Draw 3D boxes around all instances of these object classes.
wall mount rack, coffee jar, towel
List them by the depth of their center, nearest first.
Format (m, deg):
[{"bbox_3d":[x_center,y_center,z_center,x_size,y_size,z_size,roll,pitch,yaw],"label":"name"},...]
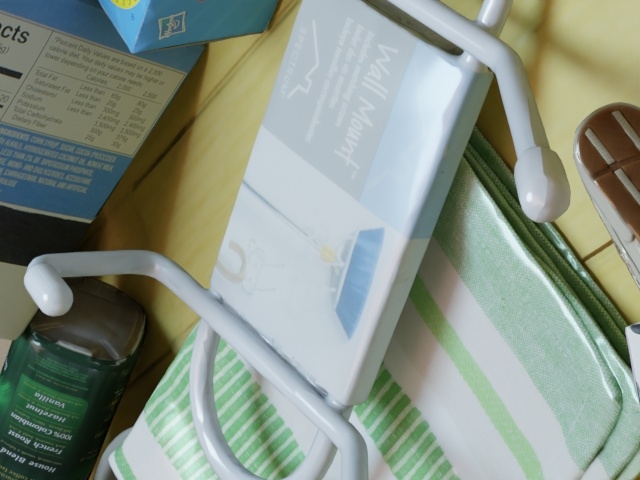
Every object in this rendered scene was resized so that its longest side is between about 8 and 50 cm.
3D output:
[{"bbox_3d":[0.000,0.000,0.757,0.304,0.130,0.350,40,120,40],"label":"wall mount rack"},{"bbox_3d":[0.014,0.097,0.866,0.248,0.038,0.325,56,131,29],"label":"towel"},{"bbox_3d":[-0.177,0.119,1.131,0.096,0.079,0.184,-80,12,-63],"label":"coffee jar"}]

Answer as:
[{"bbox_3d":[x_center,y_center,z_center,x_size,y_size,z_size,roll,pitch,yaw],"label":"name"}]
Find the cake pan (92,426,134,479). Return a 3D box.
[{"bbox_3d":[-0.051,0.247,1.063,0.293,0.054,0.293,27,124,49],"label":"cake pan"}]

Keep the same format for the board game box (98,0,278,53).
[{"bbox_3d":[-0.090,-0.308,0.875,0.302,0.086,0.308,56,143,27],"label":"board game box"}]

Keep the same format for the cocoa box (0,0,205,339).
[{"bbox_3d":[-0.282,-0.145,1.038,0.228,0.231,0.347,-54,53,18],"label":"cocoa box"}]

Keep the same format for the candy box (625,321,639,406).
[{"bbox_3d":[0.213,0.037,0.483,0.196,0.165,0.070,-6,97,57],"label":"candy box"}]

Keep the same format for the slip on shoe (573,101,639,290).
[{"bbox_3d":[0.144,0.008,0.693,0.135,0.051,0.041,56,-177,14],"label":"slip on shoe"}]

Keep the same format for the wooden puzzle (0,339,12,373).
[{"bbox_3d":[-0.231,0.034,1.268,0.238,0.044,0.221,42,135,47],"label":"wooden puzzle"}]
